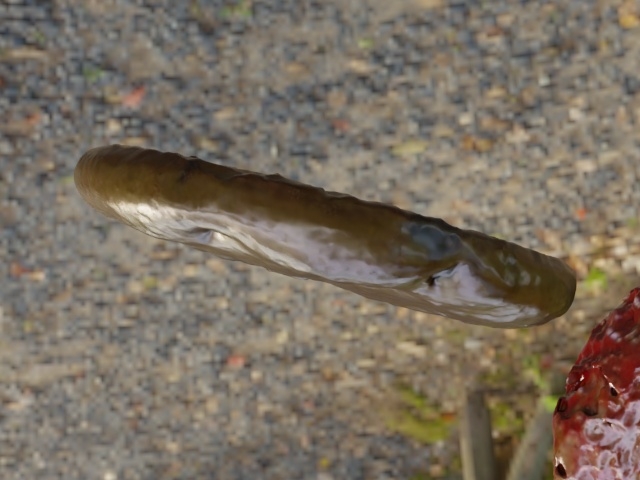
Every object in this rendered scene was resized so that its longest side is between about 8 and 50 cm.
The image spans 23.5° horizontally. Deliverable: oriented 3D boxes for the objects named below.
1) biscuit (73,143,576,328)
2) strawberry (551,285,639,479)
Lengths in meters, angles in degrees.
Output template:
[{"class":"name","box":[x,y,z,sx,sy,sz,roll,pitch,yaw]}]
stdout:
[{"class":"biscuit","box":[0.000,0.000,0.630,0.212,0.036,0.212,14,177,1]},{"class":"strawberry","box":[0.185,0.076,0.857,0.085,0.140,0.192,37,121,-13]}]
